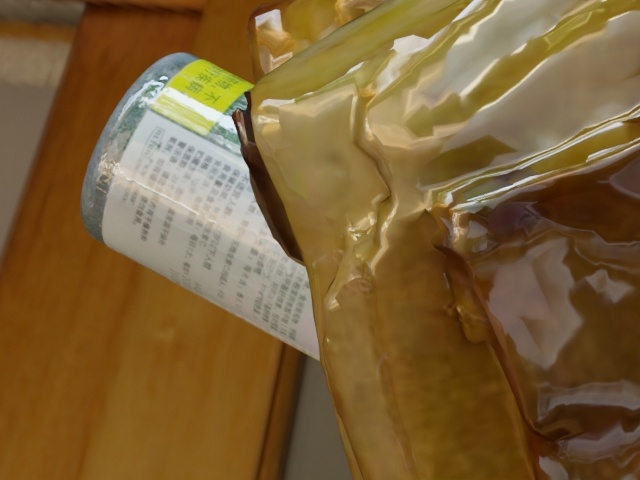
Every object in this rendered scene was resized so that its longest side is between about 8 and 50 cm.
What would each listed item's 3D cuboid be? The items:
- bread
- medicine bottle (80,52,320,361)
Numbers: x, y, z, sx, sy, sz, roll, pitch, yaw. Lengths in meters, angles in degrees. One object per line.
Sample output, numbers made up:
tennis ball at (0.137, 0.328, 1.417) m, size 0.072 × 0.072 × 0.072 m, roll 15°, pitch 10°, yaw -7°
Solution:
bread at (0.169, 0.002, 0.529) m, size 0.370 × 0.191 × 0.314 m, roll -24°, pitch -66°, yaw -11°
medicine bottle at (0.000, 0.000, 1.274) m, size 0.293 × 0.141 × 0.141 m, roll 29°, pitch -41°, yaw 12°
